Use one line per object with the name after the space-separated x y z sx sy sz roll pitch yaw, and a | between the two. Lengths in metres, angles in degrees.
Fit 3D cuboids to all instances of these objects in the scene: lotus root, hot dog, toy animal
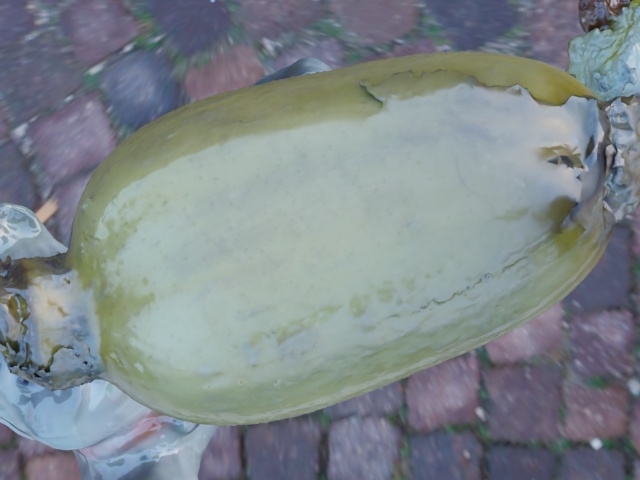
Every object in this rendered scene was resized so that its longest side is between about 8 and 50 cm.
-0.001 -0.002 0.852 0.303 0.131 0.146 -17 76 2 | lotus root
0.255 -0.111 1.415 0.146 0.103 0.213 -52 125 -27 | hot dog
-0.115 0.004 1.155 0.188 0.266 0.308 24 90 -11 | toy animal
